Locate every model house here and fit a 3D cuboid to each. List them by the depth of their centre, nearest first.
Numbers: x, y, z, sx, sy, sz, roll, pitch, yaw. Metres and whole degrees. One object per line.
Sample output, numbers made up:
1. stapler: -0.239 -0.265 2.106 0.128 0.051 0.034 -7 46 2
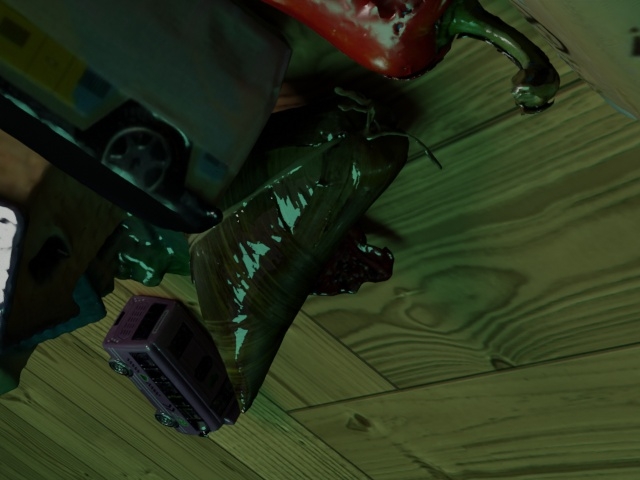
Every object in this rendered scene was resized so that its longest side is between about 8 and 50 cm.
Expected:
1. model house: -0.275 0.008 1.223 0.245 0.280 0.312 20 152 19

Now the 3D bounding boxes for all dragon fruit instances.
1. dragon fruit: -0.001 0.000 1.177 0.131 0.097 0.063 4 177 2

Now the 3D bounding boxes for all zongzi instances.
1. zongzi: -0.008 0.013 1.050 0.248 0.111 0.241 -9 96 48

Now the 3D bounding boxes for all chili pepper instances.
1. chili pepper: -0.015 -0.187 0.830 0.387 0.110 0.110 31 154 14

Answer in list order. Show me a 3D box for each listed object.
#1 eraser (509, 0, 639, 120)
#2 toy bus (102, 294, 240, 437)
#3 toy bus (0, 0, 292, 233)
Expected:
1. eraser: 0.134 -0.133 0.645 0.290 0.087 0.171 33 -167 -49
2. toy bus: -0.164 0.148 1.560 0.098 0.087 0.178 -1 138 36
3. toy bus: -0.205 -0.173 0.915 0.386 0.162 0.171 35 170 -23
